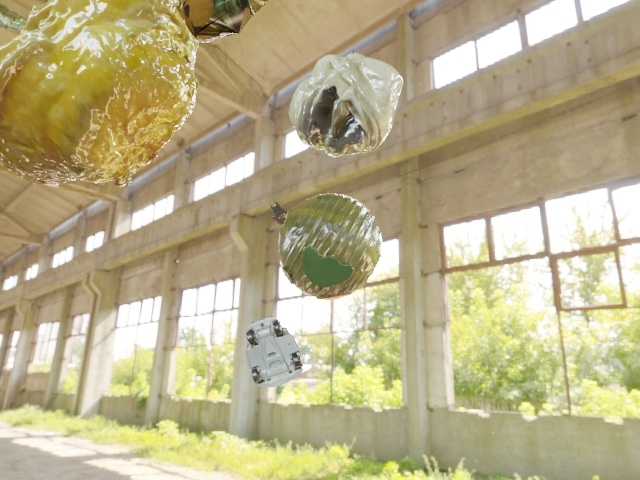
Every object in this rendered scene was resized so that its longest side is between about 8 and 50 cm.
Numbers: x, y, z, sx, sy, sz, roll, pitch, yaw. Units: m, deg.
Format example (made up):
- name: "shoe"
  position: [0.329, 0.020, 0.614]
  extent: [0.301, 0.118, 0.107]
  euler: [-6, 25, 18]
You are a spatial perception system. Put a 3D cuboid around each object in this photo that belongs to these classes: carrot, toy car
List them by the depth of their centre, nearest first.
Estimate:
- name: "carrot"
  position: [-0.042, -0.279, 0.469]
  extent: [0.229, 0.069, 0.069]
  euler: [-31, -29, 18]
- name: "toy car"
  position: [-0.101, 0.231, 1.038]
  extent: [0.112, 0.139, 0.112]
  euler: [-19, -1, -1]

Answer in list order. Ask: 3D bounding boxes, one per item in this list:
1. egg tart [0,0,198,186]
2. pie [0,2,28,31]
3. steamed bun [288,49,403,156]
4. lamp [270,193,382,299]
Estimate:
- name: "egg tart"
  position: [-0.298, -0.196, 0.712]
  extent: [0.351, 0.153, 0.339]
  euler: [-39, -9, -12]
- name: "pie"
  position: [-0.786, -0.550, 1.158]
  extent: [0.187, 0.041, 0.187]
  euler: [25, 14, -7]
- name: "steamed bun"
  position: [0.058, -0.345, 1.310]
  extent: [0.275, 0.206, 0.320]
  euler: [40, -42, -18]
- name: "lamp"
  position: [0.000, 0.000, 1.110]
  extent: [0.284, 0.250, 0.250]
  euler: [32, -20, -1]
